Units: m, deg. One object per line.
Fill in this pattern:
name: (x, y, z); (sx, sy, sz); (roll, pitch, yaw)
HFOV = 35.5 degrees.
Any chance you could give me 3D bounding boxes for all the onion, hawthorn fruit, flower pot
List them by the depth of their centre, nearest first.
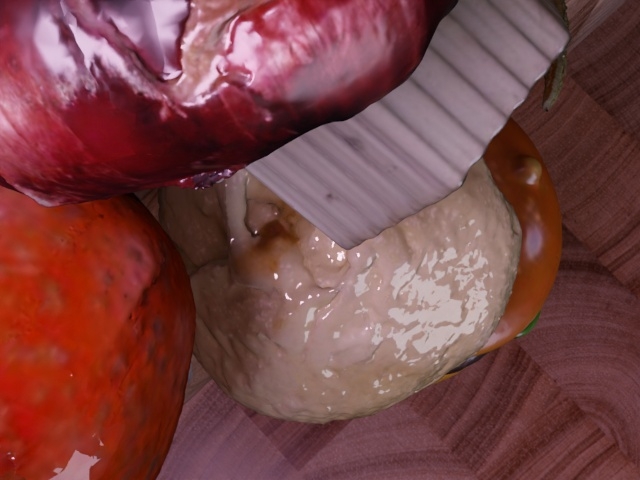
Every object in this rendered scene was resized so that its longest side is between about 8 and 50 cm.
onion: (-0.071, -0.145, 0.435); (0.272, 0.272, 0.195); (-42, 130, -9)
hawthorn fruit: (-0.193, 0.042, 0.617); (0.307, 0.276, 0.276); (-58, 178, -21)
flower pot: (0.025, -0.139, 0.674); (0.239, 0.189, 0.209); (-54, -165, -7)

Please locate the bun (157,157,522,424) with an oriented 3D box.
bun: (0.000, 0.000, 0.904); (0.352, 0.349, 0.227); (-57, 171, 17)

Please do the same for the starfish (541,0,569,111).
starfish: (0.225, -0.260, 0.969); (0.358, 0.078, 0.347); (118, -10, -50)

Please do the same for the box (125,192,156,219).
box: (-0.266, 0.040, 0.862); (0.153, 0.074, 0.239); (-53, 167, 33)

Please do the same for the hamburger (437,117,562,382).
hamburger: (0.091, -0.005, 1.185); (0.395, 0.396, 0.277); (-39, 175, -28)

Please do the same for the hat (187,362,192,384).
hat: (-0.200, 0.101, 1.160); (0.112, 0.162, 0.093); (-28, 166, -48)
